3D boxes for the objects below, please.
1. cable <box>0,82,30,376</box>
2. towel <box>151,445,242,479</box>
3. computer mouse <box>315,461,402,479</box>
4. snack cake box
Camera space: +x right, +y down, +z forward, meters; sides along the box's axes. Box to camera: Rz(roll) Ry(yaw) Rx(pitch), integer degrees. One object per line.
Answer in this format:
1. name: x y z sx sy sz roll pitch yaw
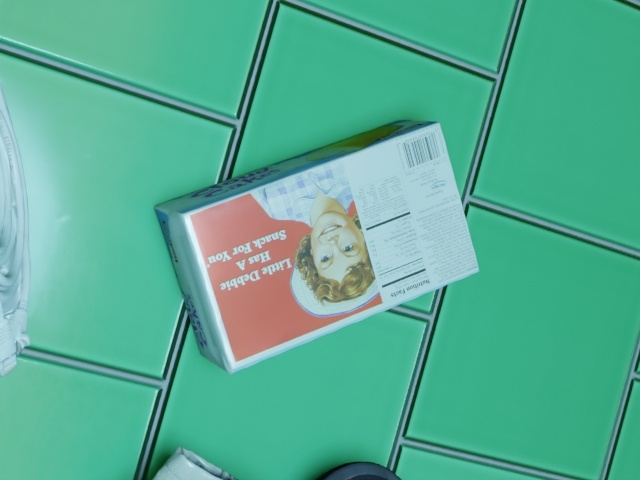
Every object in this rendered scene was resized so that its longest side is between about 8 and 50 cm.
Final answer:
1. cable: -0.290 -0.052 1.050 0.089 0.257 0.257 -8 131 0
2. towel: -0.093 0.382 1.223 0.312 0.056 0.324 34 94 -16
3. computer mouse: 0.018 0.329 1.310 0.189 0.072 0.272 -3 106 -21
4. snack cake box: 0.000 0.000 1.260 0.264 0.089 0.152 -20 104 -20
